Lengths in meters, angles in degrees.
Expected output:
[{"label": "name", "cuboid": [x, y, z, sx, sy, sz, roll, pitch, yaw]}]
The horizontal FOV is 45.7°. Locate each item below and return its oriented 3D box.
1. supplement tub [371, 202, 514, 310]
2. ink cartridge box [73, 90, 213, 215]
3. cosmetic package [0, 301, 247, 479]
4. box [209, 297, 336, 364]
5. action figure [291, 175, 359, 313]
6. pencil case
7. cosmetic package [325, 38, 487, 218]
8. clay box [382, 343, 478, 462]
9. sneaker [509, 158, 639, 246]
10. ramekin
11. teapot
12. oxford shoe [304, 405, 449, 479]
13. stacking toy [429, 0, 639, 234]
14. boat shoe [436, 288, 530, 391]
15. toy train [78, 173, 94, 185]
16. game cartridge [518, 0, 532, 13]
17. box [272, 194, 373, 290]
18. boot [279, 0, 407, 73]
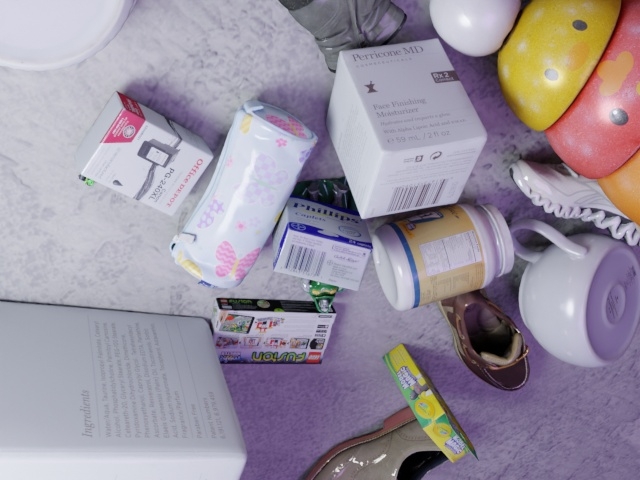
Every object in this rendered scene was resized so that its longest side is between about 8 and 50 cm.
[{"label": "supplement tub", "cuboid": [0.197, 0.022, 1.239, 0.199, 0.144, 0.144, -16, 125, -10]}, {"label": "ink cartridge box", "cuboid": [-0.238, -0.115, 1.035, 0.150, 0.063, 0.109, 27, 107, -39]}, {"label": "cosmetic package", "cuboid": [-0.361, 0.319, 1.119, 0.393, 0.327, 0.330, 8, 118, -24]}, {"label": "box", "cuboid": [-0.085, 0.157, 1.291, 0.206, 0.036, 0.114, 4, 119, -22]}, {"label": "action figure", "cuboid": [0.007, 0.016, 1.218, 0.137, 0.063, 0.232, -3, 119, -5]}, {"label": "pencil case", "cuboid": [-0.114, -0.065, 1.095, 0.124, 0.113, 0.273, 25, 111, -15]}, {"label": "cosmetic package", "cuboid": [0.110, -0.154, 1.047, 0.151, 0.184, 0.151, -11, 150, -15]}, {"label": "clay box", "cuboid": [0.197, 0.300, 1.367, 0.053, 0.222, 0.127, -36, 125, 5]}, {"label": "sneaker", "cuboid": [0.447, -0.091, 1.262, 0.292, 0.110, 0.118, 16, 121, -19]}, {"label": "ramekin", "cuboid": [-0.328, -0.316, 0.851, 0.272, 0.127, 0.273, -9, 124, -14]}, {"label": "teapot", "cuboid": [0.440, 0.096, 1.357, 0.252, 0.187, 0.256, 3, 94, -42]}, {"label": "oxford shoe", "cuboid": [0.102, 0.460, 1.490, 0.348, 0.130, 0.123, -38, 125, 6]}, {"label": "stacking toy", "cuboid": [0.367, -0.230, 1.054, 0.479, 0.351, 0.351, 23, 113, -2]}, {"label": "boat shoe", "cuboid": [0.316, 0.191, 1.400, 0.123, 0.123, 0.342, -31, 126, 2]}, {"label": "toy train", "cuboid": [-0.315, -0.114, 1.052, 0.023, 0.017, 0.083, 19, 113, -18]}, {"label": "game cartridge", "cuboid": [0.301, -0.321, 1.139, 0.083, 0.017, 0.056, -40, 129, 8]}, {"label": "box", "cuboid": [0.000, 0.000, 1.098, 0.126, 0.137, 0.072, 14, 112, -11]}, {"label": "boot", "cuboid": [0.071, -0.349, 1.013, 0.246, 0.083, 0.161, -38, 132, 13]}]
